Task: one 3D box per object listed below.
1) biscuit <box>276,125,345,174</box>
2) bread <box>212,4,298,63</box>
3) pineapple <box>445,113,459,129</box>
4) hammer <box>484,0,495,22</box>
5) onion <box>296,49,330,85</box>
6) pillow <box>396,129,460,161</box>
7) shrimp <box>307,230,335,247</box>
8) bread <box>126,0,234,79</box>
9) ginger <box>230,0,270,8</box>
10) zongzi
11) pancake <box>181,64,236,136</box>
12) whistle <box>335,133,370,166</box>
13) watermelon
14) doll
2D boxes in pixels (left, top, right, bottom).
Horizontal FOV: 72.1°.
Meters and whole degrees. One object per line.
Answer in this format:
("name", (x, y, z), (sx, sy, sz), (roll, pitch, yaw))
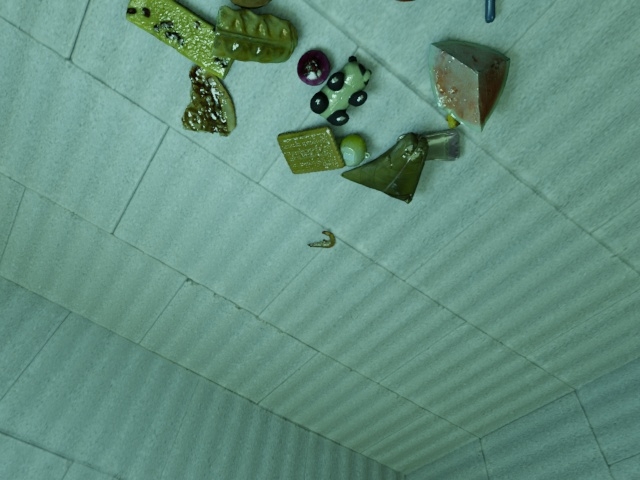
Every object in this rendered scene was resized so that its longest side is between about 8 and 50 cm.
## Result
("biscuit", (-0.042, -0.330, 1.634), (0.255, 0.029, 0.172), (0, 129, 37))
("bread", (-0.204, -0.643, 1.393), (0.268, 0.129, 0.152), (0, 137, -20))
("pineapple", (0.501, -0.437, 1.525), (0.114, 0.077, 0.114), (-13, 128, 0))
("hammer", (0.500, -0.748, 1.304), (0.116, 0.069, 0.193), (-8, 129, 12))
("onion", (-0.025, -0.576, 1.468), (0.115, 0.104, 0.115), (5, 108, 16))
("pillow", (0.395, -0.342, 1.619), (0.233, 0.038, 0.130), (-2, 133, 14))
("shrimp", (0.000, 0.000, 1.928), (0.127, 0.025, 0.090), (-9, 124, 8))
("bread", (-0.450, -0.688, 1.442), (0.362, 0.077, 0.138), (29, 107, -13))
("ginger", (-0.225, -0.814, 1.250), (0.201, 0.223, 0.269), (-36, 110, 5))
("zongzi", (0.223, -0.288, 1.605), (0.301, 0.145, 0.273), (17, 143, 9))
("pancake", (-0.434, -0.493, 1.623), (0.245, 0.057, 0.265), (-18, 118, 29))
("whistle", (0.084, -0.348, 1.634), (0.223, 0.123, 0.122), (21, 128, 18))
("watermelon", (0.479, -0.502, 1.416), (0.257, 0.175, 0.259), (-2, 130, 8))
("doll", (0.069, -0.502, 1.488), (0.144, 0.135, 0.234), (32, 123, -25))
